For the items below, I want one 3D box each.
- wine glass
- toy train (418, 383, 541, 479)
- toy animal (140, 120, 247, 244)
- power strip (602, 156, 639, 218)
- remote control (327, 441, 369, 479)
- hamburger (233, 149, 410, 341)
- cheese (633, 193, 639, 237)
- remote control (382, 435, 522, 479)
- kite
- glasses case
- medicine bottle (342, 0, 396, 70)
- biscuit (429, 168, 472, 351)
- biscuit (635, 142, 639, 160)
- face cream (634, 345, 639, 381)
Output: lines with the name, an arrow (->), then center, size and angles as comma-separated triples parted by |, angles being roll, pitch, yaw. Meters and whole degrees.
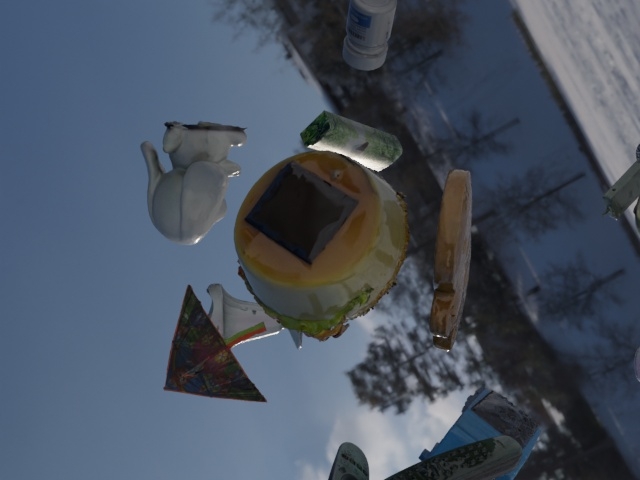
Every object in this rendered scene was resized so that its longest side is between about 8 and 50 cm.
wine glass -> -0.138, 0.163, 1.808 | 0.165, 0.196, 0.165 | 176, 90, -83
toy train -> 0.296, 0.429, 1.692 | 0.188, 0.265, 0.300 | 36, -166, 16
toy animal -> -0.283, -0.140, 1.926 | 0.174, 0.249, 0.289 | -5, -97, -47
power strip -> 0.482, -0.085, 1.360 | 0.019, 0.136, 0.051 | 34, 164, 48
remote control -> 0.045, 0.481, 1.630 | 0.097, 0.045, 0.256 | 44, -147, -13
hamburger -> 0.000, 0.000, 1.398 | 0.276, 0.294, 0.179 | 30, 170, 30
cheese -> 0.527, -0.026, 1.281 | 0.050, 0.127, 0.255 | 18, 172, 39
remote control -> 0.186, 0.334, 1.249 | 0.072, 0.222, 0.042 | -142, 37, -67
kite -> -0.138, 0.149, 1.146 | 0.190, 0.159, 0.010 | 57, 158, -7
glasses case -> 0.081, -0.238, 2.146 | 0.272, 0.095, 0.062 | 11, -133, -45
medicine bottle -> 0.108, -0.475, 1.951 | 0.168, 0.105, 0.105 | 98, 159, -51
biscuit -> 0.234, 0.033, 1.524 | 0.355, 0.052, 0.275 | 86, -164, -45
biscuit -> 0.839, -0.154, 2.154 | 0.212, 0.036, 0.212 | -25, -90, -85
face cream -> 0.540, 0.166, 1.126 | 0.082, 0.269, 0.082 | 2, -93, -46
